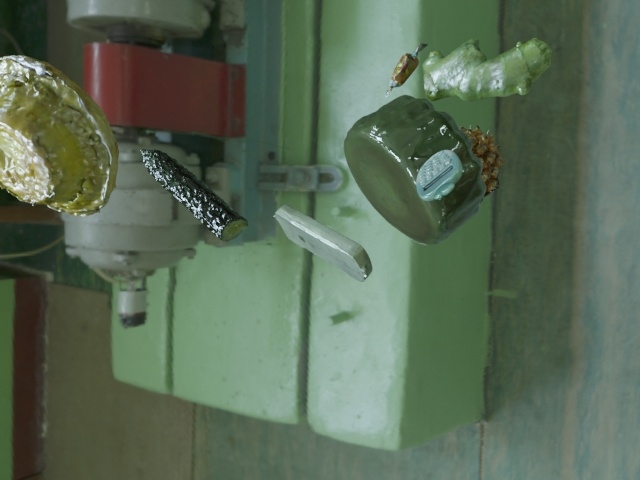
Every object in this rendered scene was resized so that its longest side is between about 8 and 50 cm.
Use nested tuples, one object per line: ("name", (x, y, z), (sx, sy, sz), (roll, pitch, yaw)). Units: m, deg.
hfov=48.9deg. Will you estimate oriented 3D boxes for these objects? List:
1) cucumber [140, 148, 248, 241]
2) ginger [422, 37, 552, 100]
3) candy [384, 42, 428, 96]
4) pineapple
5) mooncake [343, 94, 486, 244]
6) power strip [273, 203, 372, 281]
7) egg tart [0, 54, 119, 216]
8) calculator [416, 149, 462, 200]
("cucumber", (-0.281, -0.108, 1.523), (0.300, 0.072, 0.072), (41, 115, 17))
("ginger", (0.342, -0.366, 1.495), (0.289, 0.089, 0.137), (12, 70, 41))
("candy", (0.226, -0.463, 1.891), (0.182, 0.046, 0.053), (-53, 22, 6))
("pineapple", (0.366, -0.251, 1.988), (0.262, 0.271, 0.263), (-9, 71, 27))
("mooncake", (0.230, -0.171, 1.691), (0.194, 0.356, 0.356), (-39, 64, -14))
("power strip", (0.000, 0.000, 1.190), (0.226, 0.080, 0.029), (30, 67, 35))
("egg tart", (-0.461, -0.152, 1.140), (0.294, 0.116, 0.295), (18, 132, 22))
("calculator", (0.214, -0.116, 1.270), (0.095, 0.021, 0.153), (-40, 26, 20))
